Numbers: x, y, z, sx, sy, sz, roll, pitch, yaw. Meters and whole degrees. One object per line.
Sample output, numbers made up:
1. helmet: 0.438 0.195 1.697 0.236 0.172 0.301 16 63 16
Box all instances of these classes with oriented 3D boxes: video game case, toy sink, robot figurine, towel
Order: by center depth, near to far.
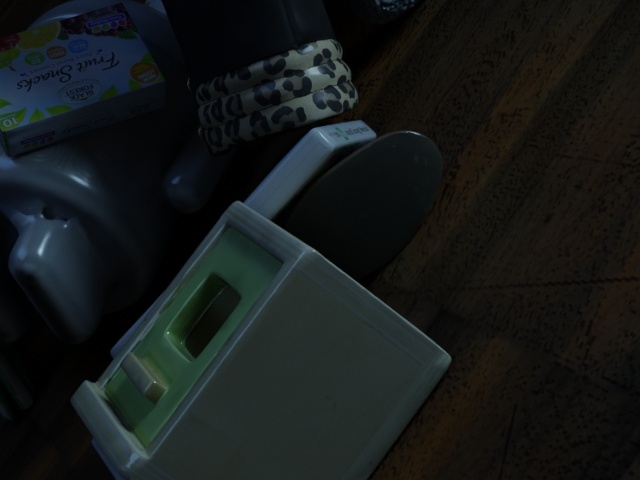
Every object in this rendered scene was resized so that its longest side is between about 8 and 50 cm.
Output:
1. toy sink: -0.060 0.111 1.013 0.234 0.131 0.153 -53 23 -1
2. video game case: -0.050 -0.002 1.185 0.212 0.023 0.193 -47 -4 11
3. robot figurine: -0.209 -0.076 1.466 0.300 0.200 0.353 1 50 22
4. towel: -0.363 0.015 1.587 0.038 0.248 0.325 -31 24 -5

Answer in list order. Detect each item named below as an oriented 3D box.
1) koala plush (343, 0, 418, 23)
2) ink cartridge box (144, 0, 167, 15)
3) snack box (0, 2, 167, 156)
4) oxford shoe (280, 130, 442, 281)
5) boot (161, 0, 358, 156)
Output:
1. koala plush: 0.077 -0.330 1.321 0.221 0.196 0.203 -33 -23 -16
2. ink cartridge box: -0.177 -0.188 1.749 0.224 0.045 0.223 -61 22 -11
3. snack box: -0.210 -0.134 1.360 0.141 0.037 0.100 -20 58 -17
4. oxford shoe: 0.000 0.000 1.142 0.212 0.076 0.076 -46 15 13
5. boot: -0.094 -0.215 1.351 0.138 0.284 0.377 -21 5 -21
